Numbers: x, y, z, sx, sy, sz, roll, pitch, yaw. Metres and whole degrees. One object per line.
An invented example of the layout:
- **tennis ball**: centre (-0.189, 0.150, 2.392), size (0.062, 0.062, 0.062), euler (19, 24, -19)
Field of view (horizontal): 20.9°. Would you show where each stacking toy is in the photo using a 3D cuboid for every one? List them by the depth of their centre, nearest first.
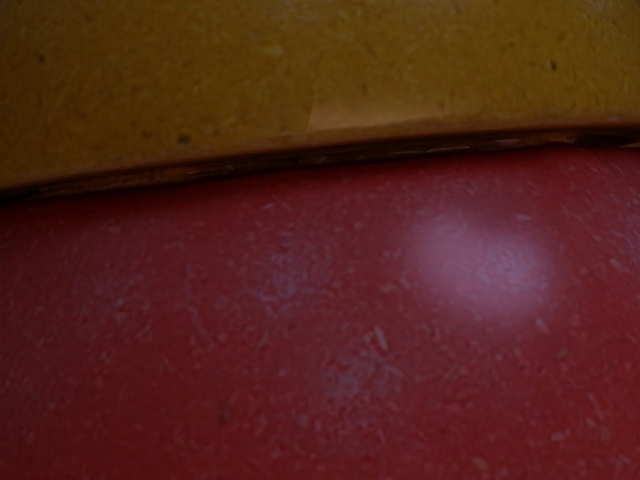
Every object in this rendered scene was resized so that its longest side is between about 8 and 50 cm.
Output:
- **stacking toy**: centre (0.000, 0.000, 0.462), size (0.350, 0.350, 0.480), euler (-4, 90, -27)
